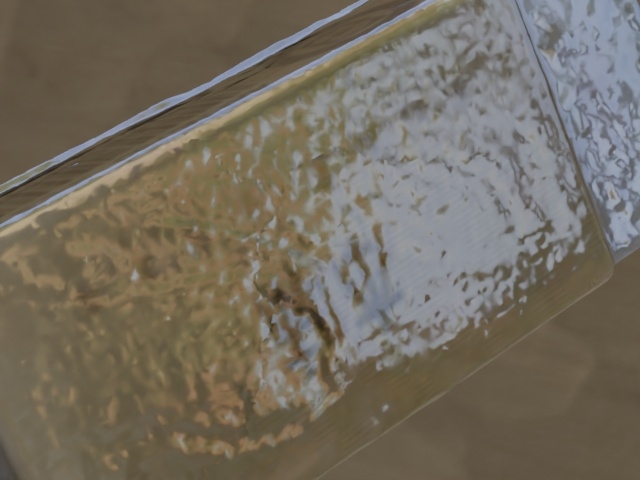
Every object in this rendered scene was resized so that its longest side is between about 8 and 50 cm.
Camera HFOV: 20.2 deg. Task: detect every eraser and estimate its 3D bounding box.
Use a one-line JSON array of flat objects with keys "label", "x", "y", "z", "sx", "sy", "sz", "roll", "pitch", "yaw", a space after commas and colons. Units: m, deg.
[{"label": "eraser", "x": 0.000, "y": 0.000, "z": 0.689, "sx": 0.078, "sy": 0.343, "sz": 0.144, "roll": -2, "pitch": -64, "yaw": 56}]
